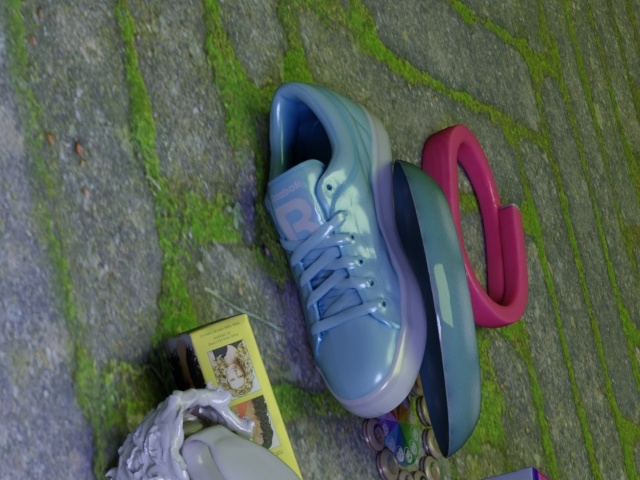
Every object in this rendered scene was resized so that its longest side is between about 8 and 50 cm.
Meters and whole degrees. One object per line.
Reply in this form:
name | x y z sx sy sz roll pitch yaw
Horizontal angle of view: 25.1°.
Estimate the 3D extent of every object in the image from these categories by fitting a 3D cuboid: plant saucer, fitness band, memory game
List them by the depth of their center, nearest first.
plant saucer | 0.123 0.068 1.510 0.317 0.044 0.317 170 -90 -88
memory game | 0.091 0.200 1.589 0.186 0.012 0.186 40 40 -46
fitness band | 0.206 -0.018 1.903 0.209 0.054 0.290 41 38 -45

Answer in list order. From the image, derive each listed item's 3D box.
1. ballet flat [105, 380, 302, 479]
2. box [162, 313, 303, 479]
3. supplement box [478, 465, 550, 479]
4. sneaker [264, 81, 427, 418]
ballet flat | -0.017 0.268 1.034 0.409 0.147 0.147 49 18 23
box | -0.063 0.182 1.214 0.058 0.087 0.232 -19 89 -23
supplement box | 0.249 0.360 1.676 0.220 0.111 0.114 42 38 -46
sneaker | 0.000 0.000 1.439 0.150 0.135 0.366 26 43 -43
